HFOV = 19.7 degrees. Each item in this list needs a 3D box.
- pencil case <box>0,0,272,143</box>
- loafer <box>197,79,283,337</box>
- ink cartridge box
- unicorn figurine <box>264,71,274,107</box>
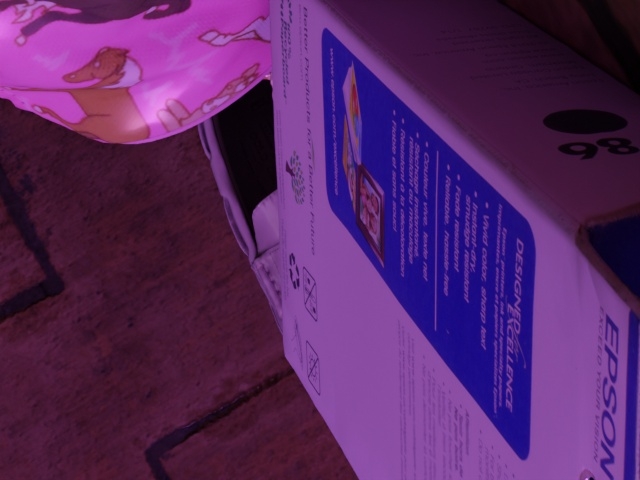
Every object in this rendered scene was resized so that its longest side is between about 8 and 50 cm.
[{"bbox_3d":[-0.134,-0.149,0.587,0.386,0.167,0.160,25,-116,-62],"label":"pencil case"},{"bbox_3d":[0.000,0.000,1.134,0.319,0.112,0.111,59,-175,32],"label":"loafer"},{"bbox_3d":[0.053,0.027,0.547,0.333,0.065,0.165,-123,29,-64],"label":"ink cartridge box"},{"bbox_3d":[0.025,-0.040,0.977,0.162,0.060,0.111,39,166,29],"label":"unicorn figurine"}]
